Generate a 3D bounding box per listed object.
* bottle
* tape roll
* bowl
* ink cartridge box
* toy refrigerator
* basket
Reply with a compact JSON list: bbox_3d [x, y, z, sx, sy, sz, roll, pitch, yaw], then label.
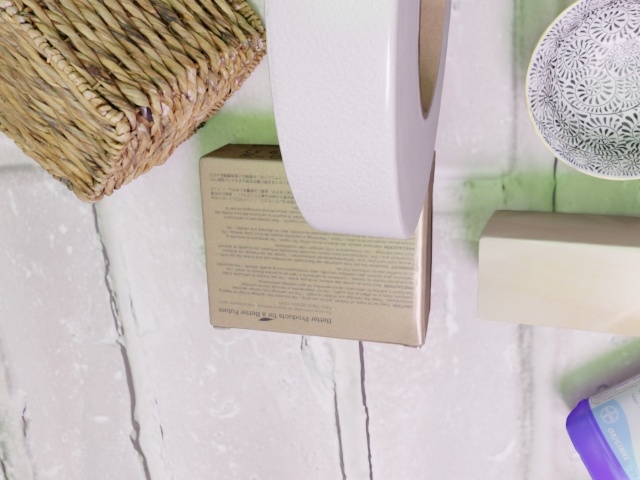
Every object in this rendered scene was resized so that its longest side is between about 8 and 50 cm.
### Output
[{"bbox_3d":[0.390,0.159,0.687,0.283,0.092,0.118,-33,71,22],"label":"bottle"},{"bbox_3d":[0.050,-0.195,0.509,0.072,0.392,0.391,7,109,13],"label":"tape roll"},{"bbox_3d":[0.271,-0.146,0.628,0.170,0.080,0.170,7,115,15],"label":"bowl"},{"bbox_3d":[0.000,0.000,0.746,0.235,0.088,0.193,4,110,13],"label":"ink cartridge box"},{"bbox_3d":[0.290,0.035,0.656,0.270,0.102,0.094,5,109,21],"label":"toy refrigerator"},{"bbox_3d":[-0.243,-0.217,0.737,0.299,0.223,0.213,46,145,-3],"label":"basket"}]
